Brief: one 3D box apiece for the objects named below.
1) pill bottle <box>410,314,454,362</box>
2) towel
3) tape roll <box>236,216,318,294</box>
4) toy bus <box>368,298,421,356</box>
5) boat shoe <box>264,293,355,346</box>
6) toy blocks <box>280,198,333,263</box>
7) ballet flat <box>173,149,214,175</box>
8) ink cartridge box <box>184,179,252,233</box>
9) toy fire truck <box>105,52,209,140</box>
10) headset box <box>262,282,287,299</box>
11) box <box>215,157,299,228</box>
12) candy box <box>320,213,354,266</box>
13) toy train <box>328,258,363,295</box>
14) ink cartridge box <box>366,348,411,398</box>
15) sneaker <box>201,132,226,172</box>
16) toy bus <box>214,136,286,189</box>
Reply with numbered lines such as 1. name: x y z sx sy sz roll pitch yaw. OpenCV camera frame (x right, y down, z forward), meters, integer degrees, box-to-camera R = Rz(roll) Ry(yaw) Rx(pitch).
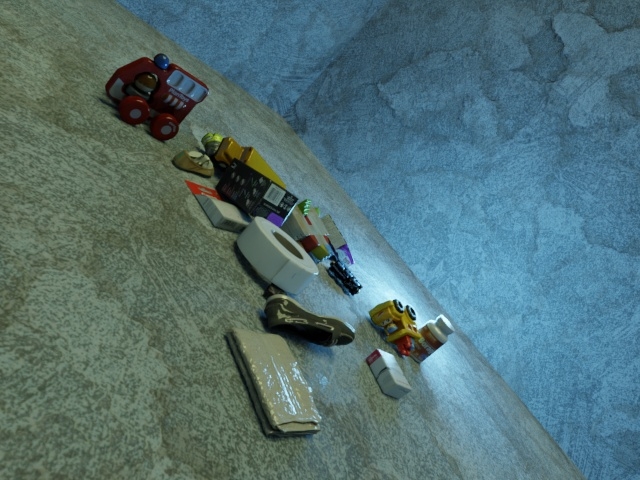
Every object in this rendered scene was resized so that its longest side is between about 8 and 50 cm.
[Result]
1. pill bottle: 0.488 0.437 2.079 0.121 0.216 0.121 42 15 -14
2. towel: -0.107 0.325 1.093 0.187 0.049 0.282 27 23 -52
3. tape roll: -0.141 0.049 1.553 0.286 0.100 0.286 42 8 -7
4. toy bus: 0.328 0.381 1.983 0.220 0.149 0.212 30 38 -40
5. boat shoe: -0.028 0.267 1.373 0.335 0.112 0.096 30 39 -31
6. toy blocks: -0.055 -0.010 1.925 0.261 0.190 0.381 61 18 9
7. ballet flat: -0.447 -0.287 1.716 0.080 0.073 0.232 49 15 11
8. ink cartridge box: -0.346 -0.128 1.618 0.232 0.066 0.189 57 18 23
9. toy fire truck: -0.575 -0.523 1.633 0.302 0.254 0.169 25 25 -53
10. headset box: -0.141 0.169 1.435 0.062 0.032 0.083 44 16 -6
11. box: -0.238 -0.175 1.720 0.270 0.143 0.165 35 3 43
12. candy box: 0.076 0.004 2.273 0.233 0.071 0.159 62 -3 44
13. toy train: 0.111 0.162 2.052 0.184 0.080 0.105 48 9 9
14. ink cartridge box: 0.239 0.467 1.623 0.109 0.063 0.150 33 20 -41
15. sneaker: -0.383 -0.328 1.984 0.300 0.111 0.121 30 38 -41
16. toy bus: -0.286 -0.284 1.918 0.130 0.108 0.333 4 -28 33
